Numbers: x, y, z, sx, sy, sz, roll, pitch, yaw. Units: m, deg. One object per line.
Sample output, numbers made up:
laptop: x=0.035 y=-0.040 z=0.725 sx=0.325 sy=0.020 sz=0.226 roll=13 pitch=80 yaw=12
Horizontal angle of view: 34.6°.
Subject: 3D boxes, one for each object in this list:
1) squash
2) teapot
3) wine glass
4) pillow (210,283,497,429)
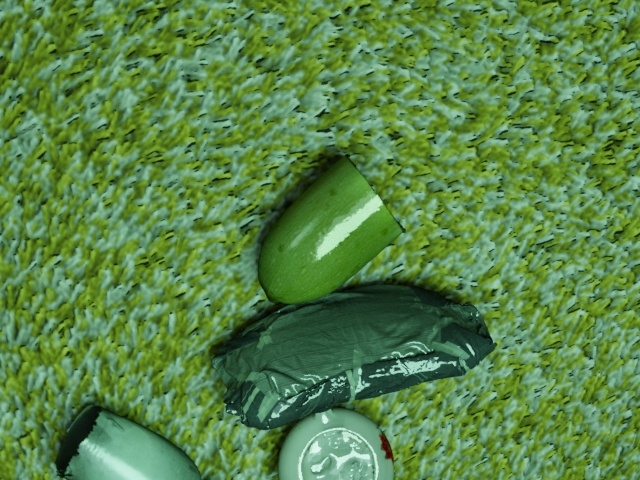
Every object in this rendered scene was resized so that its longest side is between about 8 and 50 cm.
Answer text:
squash: x=0.000 y=0.000 z=1.208 sx=0.187 sy=0.123 sz=0.123 roll=-42 pitch=107 yaw=5
teapot: x=0.016 y=0.273 z=1.280 sx=0.145 sy=0.092 sz=0.226 roll=-17 pitch=87 yaw=-10
wine glass: x=-0.213 y=0.286 z=1.228 sx=0.204 sy=0.111 sz=0.111 roll=38 pitch=93 yaw=-21
pillow: x=0.041 y=0.132 z=1.224 sx=0.335 sy=0.161 sz=0.092 roll=-13 pitch=135 yaw=-10
